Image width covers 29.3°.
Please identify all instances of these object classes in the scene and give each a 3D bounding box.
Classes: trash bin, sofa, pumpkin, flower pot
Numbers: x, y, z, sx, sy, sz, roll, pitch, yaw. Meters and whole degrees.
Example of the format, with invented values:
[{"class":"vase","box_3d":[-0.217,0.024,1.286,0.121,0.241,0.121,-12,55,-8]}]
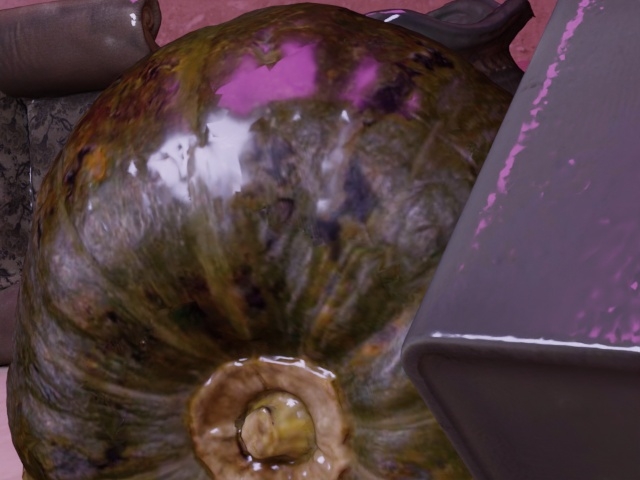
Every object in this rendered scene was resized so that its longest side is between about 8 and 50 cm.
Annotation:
[{"class":"trash bin","box_3d":[0.141,-0.008,0.439,0.122,0.164,0.240,1,46,39]},{"class":"sofa","box_3d":[-0.178,-0.041,0.886,0.200,0.258,0.182,-3,-1,22]},{"class":"pumpkin","box_3d":[0.000,0.000,0.610,0.325,0.232,0.242,-3,9,12]},{"class":"flower pot","box_3d":[0.061,-0.110,1.148,0.302,0.213,0.302,-8,10,1]}]
